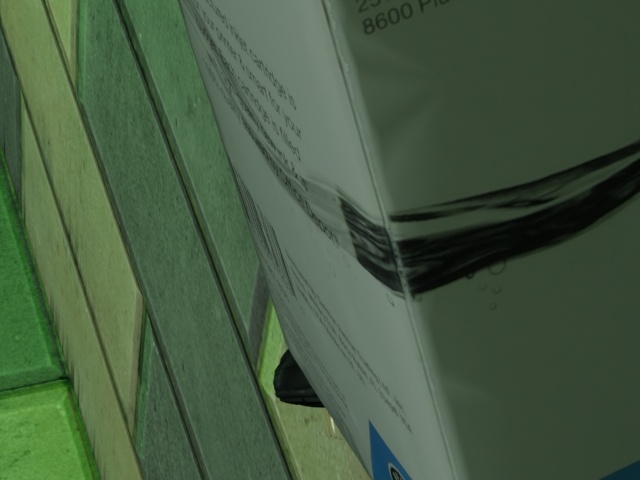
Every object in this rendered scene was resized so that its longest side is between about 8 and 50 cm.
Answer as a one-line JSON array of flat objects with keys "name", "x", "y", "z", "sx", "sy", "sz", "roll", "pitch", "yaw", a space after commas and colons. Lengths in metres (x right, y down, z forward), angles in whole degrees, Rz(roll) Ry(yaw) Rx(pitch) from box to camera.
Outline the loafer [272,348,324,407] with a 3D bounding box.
[{"name": "loafer", "x": 0.026, "y": 0.070, "z": 1.220, "sx": 0.223, "sy": 0.076, "sz": 0.078, "roll": 150, "pitch": 121, "yaw": -64}]

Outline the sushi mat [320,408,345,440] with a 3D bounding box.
[{"name": "sushi mat", "x": 0.000, "y": 0.000, "z": 1.355, "sx": 0.151, "sy": 0.019, "sz": 0.316, "roll": 172, "pitch": 86, "yaw": -74}]

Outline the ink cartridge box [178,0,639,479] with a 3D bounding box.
[{"name": "ink cartridge box", "x": 0.052, "y": -0.065, "z": 0.749, "sx": 0.285, "sy": 0.166, "sz": 0.395, "roll": -126, "pitch": 16, "yaw": -54}]
